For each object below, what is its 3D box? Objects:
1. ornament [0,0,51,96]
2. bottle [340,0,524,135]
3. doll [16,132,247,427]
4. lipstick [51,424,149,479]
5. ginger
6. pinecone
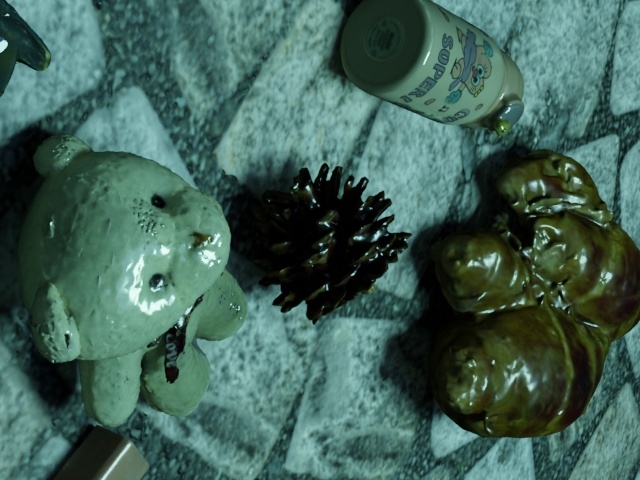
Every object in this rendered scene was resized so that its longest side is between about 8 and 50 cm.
[{"bbox_3d":[-0.276,-0.069,0.879,0.236,0.080,0.202,-64,146,-12],"label":"ornament"},{"bbox_3d":[0.117,-0.153,1.331,0.097,0.110,0.209,-48,148,19],"label":"bottle"},{"bbox_3d":[-0.117,0.040,1.096,0.278,0.149,0.175,54,28,-62],"label":"doll"},{"bbox_3d":[-0.196,0.216,1.126,0.145,0.045,0.045,-53,137,-24],"label":"lipstick"},{"bbox_3d":[0.224,0.070,1.525,0.357,0.152,0.274,-49,137,-31],"label":"ginger"},{"bbox_3d":[0.002,-0.001,1.238,0.140,0.140,0.121,-39,100,-37],"label":"pinecone"}]
